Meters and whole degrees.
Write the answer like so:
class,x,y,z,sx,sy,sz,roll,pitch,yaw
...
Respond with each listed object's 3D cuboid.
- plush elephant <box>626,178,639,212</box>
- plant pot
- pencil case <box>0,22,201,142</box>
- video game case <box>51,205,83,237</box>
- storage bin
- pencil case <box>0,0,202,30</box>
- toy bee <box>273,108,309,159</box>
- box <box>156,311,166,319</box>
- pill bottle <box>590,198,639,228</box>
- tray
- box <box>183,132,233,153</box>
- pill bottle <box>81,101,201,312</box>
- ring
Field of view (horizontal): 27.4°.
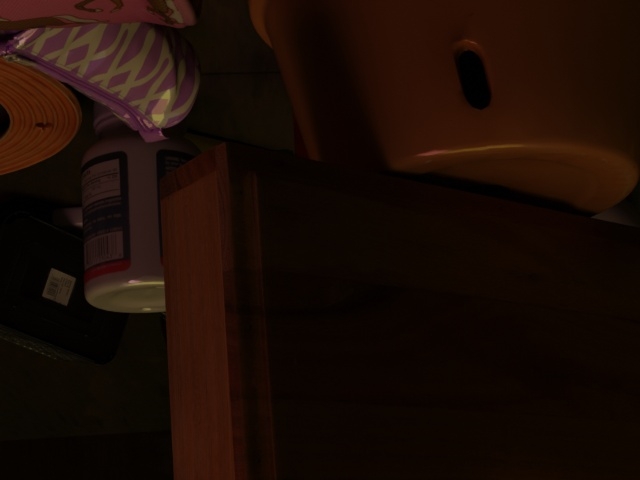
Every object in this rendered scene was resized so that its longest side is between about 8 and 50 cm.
class,x,y,z,sx,sy,sz,roll,pitch,yaw
plush elephant,0.402,-0.044,1.145,0.255,0.330,0.272,-27,151,11
plant pot,0.098,-0.121,0.864,0.291,0.203,0.291,-5,163,-1
pencil case,-0.165,-0.141,0.933,0.086,0.088,0.206,-10,164,26
video game case,-0.172,-0.005,1.506,0.227,0.026,0.206,-5,164,2
storage bin,-0.299,0.052,1.417,0.084,0.122,0.180,0,158,47
pencil case,-0.247,-0.171,0.694,0.386,0.167,0.160,-5,131,2
toy bee,0.000,0.000,1.052,0.195,0.298,0.162,9,129,17
box,-0.129,0.067,1.717,0.175,0.051,0.220,-7,164,10
pill bottle,0.193,0.040,1.174,0.181,0.181,0.323,-6,177,4
tray,0.098,0.076,0.812,0.411,0.203,0.076,8,158,-37
box,-0.087,-0.055,1.300,0.232,0.058,0.087,11,158,-41
pill bottle,-0.151,-0.036,1.128,0.108,0.180,0.108,-4,164,-1
ring,-0.368,-0.111,1.084,0.336,0.032,0.336,-3,163,-1
